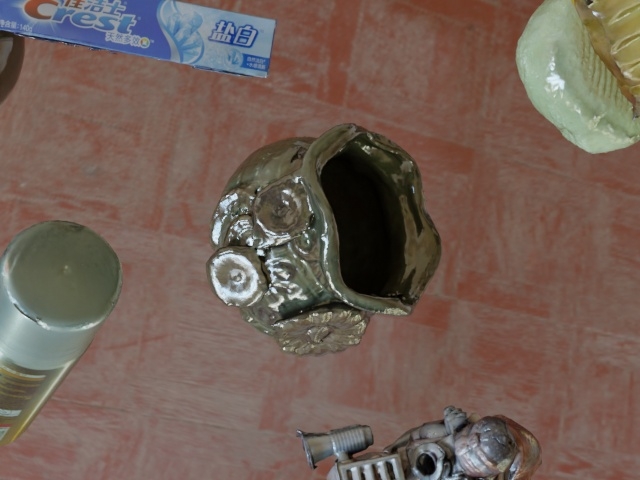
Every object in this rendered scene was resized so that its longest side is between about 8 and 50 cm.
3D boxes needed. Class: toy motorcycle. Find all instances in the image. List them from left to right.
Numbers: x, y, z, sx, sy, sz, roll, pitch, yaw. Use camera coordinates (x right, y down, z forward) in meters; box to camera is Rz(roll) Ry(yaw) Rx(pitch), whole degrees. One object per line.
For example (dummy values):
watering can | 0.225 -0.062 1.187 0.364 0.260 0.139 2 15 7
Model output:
toy motorcycle | 0.080 0.261 1.132 0.401 0.207 0.134 -7 70 -14

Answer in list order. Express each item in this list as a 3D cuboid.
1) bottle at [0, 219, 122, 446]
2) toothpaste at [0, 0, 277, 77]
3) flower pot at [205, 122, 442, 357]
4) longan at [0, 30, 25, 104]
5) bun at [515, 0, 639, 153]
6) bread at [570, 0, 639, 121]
bottle | -0.222 0.079 0.765 0.082 0.286 0.082 12 60 -22
toothpaste | -0.183 -0.217 1.041 0.272 0.053 0.066 8 97 -14
flower pot | 0.000 0.000 1.368 0.302 0.213 0.301 21 61 -45
longan | -0.474 -0.244 1.314 0.197 0.220 0.196 -14 115 -32
bun | 0.316 -0.206 1.233 0.212 0.126 0.203 37 61 -24
bread | 0.185 -0.206 0.618 0.142 0.227 0.253 -34 80 14
